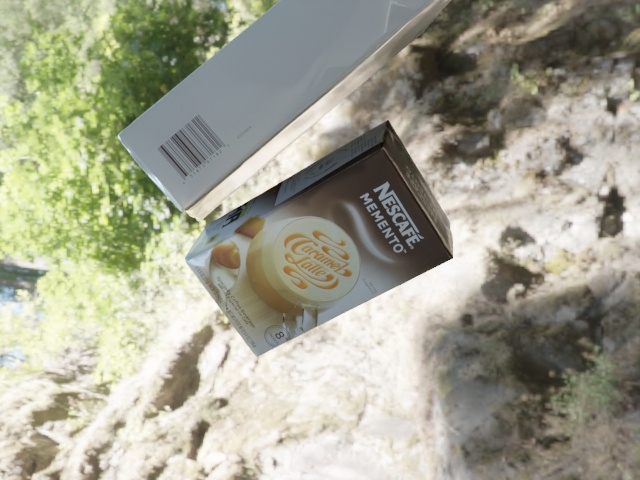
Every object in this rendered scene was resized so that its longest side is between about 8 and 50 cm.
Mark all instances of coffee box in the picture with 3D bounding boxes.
[{"bbox_3d":[0.000,0.000,0.815,0.141,0.246,0.098,55,-160,-16],"label":"coffee box"}]

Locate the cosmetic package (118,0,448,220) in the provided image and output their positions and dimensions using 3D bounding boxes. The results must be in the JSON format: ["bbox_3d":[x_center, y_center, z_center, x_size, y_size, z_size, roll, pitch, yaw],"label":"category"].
[{"bbox_3d":[-0.022,-0.177,0.807,0.097,0.377,0.284,49,175,-1],"label":"cosmetic package"}]
